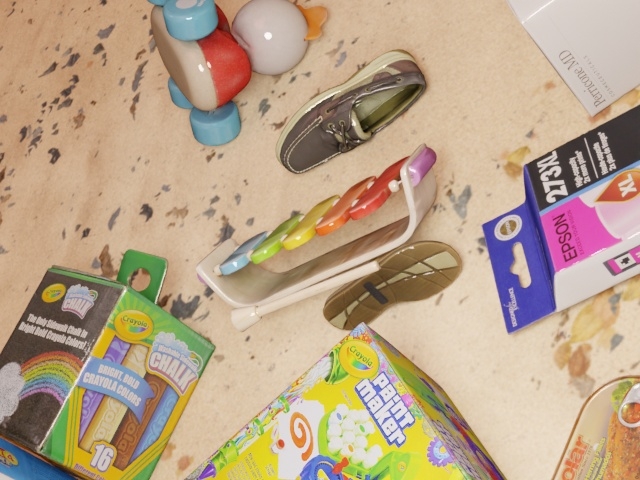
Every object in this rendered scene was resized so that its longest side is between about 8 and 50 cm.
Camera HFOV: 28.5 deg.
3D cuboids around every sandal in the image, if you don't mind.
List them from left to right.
[{"bbox_3d":[0.080,0.045,1.475,0.180,0.072,0.049,-30,24,25],"label":"sandal"}]

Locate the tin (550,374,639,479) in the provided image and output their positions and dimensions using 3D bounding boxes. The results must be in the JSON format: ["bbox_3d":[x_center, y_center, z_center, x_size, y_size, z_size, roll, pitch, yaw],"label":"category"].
[{"bbox_3d":[0.280,0.220,1.199,0.106,0.040,0.190,14,70,40],"label":"tin"}]

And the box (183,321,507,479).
[{"bbox_3d":[0.043,0.293,1.237,0.279,0.177,0.290,-42,42,8],"label":"box"}]

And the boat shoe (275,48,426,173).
[{"bbox_3d":[0.040,-0.159,1.636,0.223,0.080,0.073,-37,39,6],"label":"boat shoe"}]

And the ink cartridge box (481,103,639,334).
[{"bbox_3d":[0.331,-0.054,1.327,0.371,0.069,0.176,-30,40,22],"label":"ink cartridge box"}]

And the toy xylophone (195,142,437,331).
[{"bbox_3d":[0.000,0.000,1.488,0.322,0.081,0.236,-27,9,16],"label":"toy xylophone"}]

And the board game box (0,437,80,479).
[{"bbox_3d":[-0.458,0.372,1.497,0.302,0.308,0.086,-44,42,4],"label":"board game box"}]

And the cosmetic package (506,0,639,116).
[{"bbox_3d":[0.386,-0.333,1.392,0.365,0.197,0.155,-36,45,16],"label":"cosmetic package"}]

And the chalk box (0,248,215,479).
[{"bbox_3d":[-0.274,0.151,1.602,0.180,0.179,0.289,12,68,44],"label":"chalk box"}]

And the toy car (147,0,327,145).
[{"bbox_3d":[-0.108,-0.295,1.809,0.238,0.219,0.210,-21,41,-12],"label":"toy car"}]
